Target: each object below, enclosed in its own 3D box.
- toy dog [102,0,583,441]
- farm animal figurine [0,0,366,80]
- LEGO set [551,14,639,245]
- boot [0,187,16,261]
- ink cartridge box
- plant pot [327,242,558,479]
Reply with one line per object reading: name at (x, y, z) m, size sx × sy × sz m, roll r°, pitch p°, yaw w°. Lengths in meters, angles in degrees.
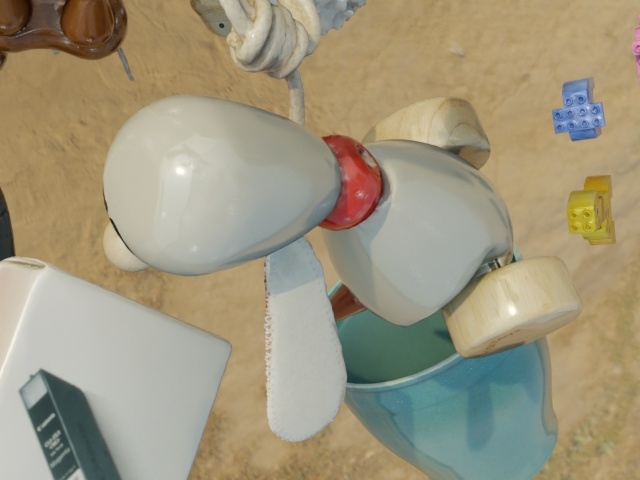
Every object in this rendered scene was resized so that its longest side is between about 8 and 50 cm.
toy dog at (0.000, 0.000, 0.500) m, size 0.161 × 0.220 × 0.333 m, roll -36°, pitch 136°, yaw 29°
farm animal figurine at (-0.172, -0.230, 0.613) m, size 0.326 × 0.330 × 0.172 m, roll -21°, pitch 157°, yaw -27°
LEGO set at (0.223, -0.049, 0.676) m, size 0.093 × 0.087 × 0.227 m, roll -27°, pitch 109°, yaw -61°
boot at (-0.324, 0.058, 0.715) m, size 0.085 × 0.178 × 0.237 m, roll -18°, pitch 110°, yaw -60°
ink cartridge box at (-0.185, 0.137, 0.418) m, size 0.238 × 0.060 × 0.275 m, roll 30°, pitch 73°, yaw -42°
plant pot at (0.160, 0.163, 1.085) m, size 0.271 × 0.271 × 0.255 m, roll -35°, pitch 117°, yaw -7°
